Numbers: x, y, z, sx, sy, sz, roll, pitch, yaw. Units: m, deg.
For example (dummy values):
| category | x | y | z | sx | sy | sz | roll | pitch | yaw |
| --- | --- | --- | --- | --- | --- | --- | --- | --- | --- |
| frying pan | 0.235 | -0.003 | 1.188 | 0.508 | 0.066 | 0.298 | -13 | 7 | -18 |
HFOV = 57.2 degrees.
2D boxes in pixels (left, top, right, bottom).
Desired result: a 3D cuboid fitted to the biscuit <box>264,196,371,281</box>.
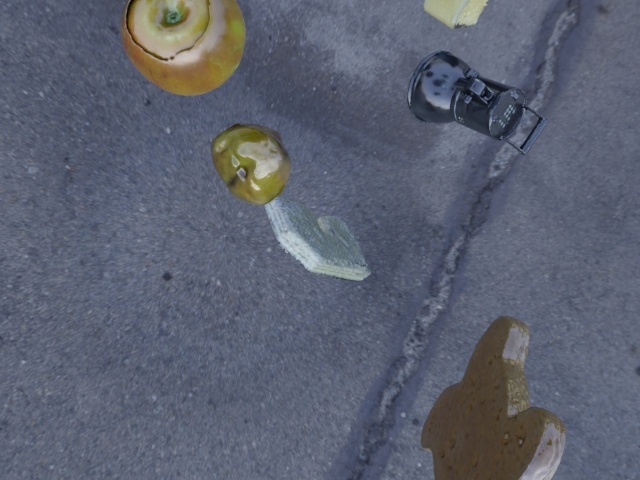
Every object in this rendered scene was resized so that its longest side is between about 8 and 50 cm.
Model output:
| category | x | y | z | sx | sy | sz | roll | pitch | yaw |
| --- | --- | --- | --- | --- | --- | --- | --- | --- | --- |
| biscuit | 0.000 | 0.000 | 1.163 | 0.046 | 0.250 | 0.147 | -36 | 60 | 26 |

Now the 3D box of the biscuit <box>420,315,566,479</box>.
| category | x | y | z | sx | sy | sz | roll | pitch | yaw |
| --- | --- | --- | --- | --- | --- | --- | --- | --- | --- |
| biscuit | 0.270 | 0.352 | 0.982 | 0.076 | 0.394 | 0.368 | 25 | 114 | -4 |

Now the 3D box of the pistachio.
| category | x | y | z | sx | sy | sz | roll | pitch | yaw |
| --- | --- | --- | --- | --- | --- | --- | --- | --- | --- |
| pistachio | -0.091 | -0.102 | 0.787 | 0.100 | 0.189 | 0.110 | -14 | 107 | -6 |

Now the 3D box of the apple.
| category | x | y | z | sx | sy | sz | roll | pitch | yaw |
| --- | --- | --- | --- | --- | --- | --- | --- | --- | --- |
| apple | -0.260 | -0.402 | 1.126 | 0.236 | 0.207 | 0.237 | 1 | 74 | -3 |

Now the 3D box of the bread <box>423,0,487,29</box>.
| category | x | y | z | sx | sy | sz | roll | pitch | yaw |
| --- | --- | --- | --- | --- | --- | --- | --- | --- | --- |
| bread | 0.312 | -0.552 | 1.152 | 0.141 | 0.178 | 0.266 | 26 | 121 | 4 |

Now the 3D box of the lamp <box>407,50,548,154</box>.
| category | x | y | z | sx | sy | sz | roll | pitch | yaw |
| --- | --- | --- | --- | --- | --- | --- | --- | --- | --- |
| lamp | 0.289 | -0.265 | 1.109 | 0.172 | 0.227 | 0.147 | 31 | 95 | -45 |
